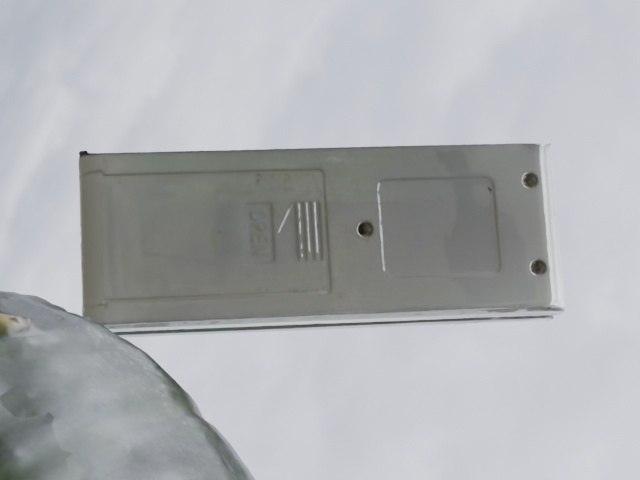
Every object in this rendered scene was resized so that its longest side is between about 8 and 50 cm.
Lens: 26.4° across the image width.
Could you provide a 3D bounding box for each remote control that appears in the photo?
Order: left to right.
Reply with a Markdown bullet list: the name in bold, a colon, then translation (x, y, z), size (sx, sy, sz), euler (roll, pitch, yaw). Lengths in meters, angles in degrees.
- **remote control**: translation (0.000, 0.000, 0.801), size (0.055, 0.277, 0.103), euler (122, -35, -77)

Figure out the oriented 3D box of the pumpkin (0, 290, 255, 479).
- **pumpkin**: translation (-0.116, 0.186, 0.419), size (0.291, 0.257, 0.328), euler (-28, -110, 0)
